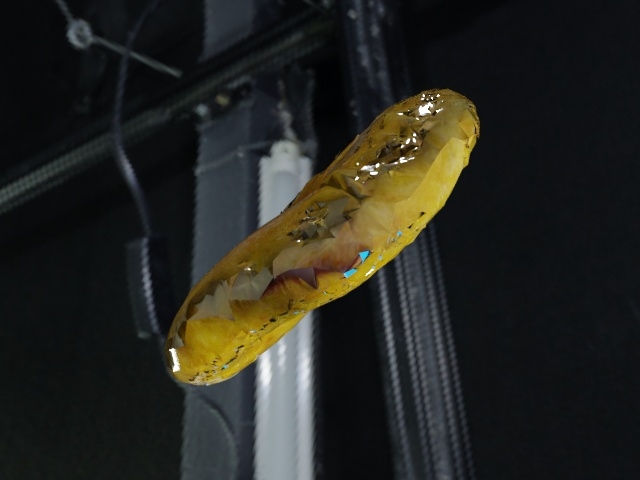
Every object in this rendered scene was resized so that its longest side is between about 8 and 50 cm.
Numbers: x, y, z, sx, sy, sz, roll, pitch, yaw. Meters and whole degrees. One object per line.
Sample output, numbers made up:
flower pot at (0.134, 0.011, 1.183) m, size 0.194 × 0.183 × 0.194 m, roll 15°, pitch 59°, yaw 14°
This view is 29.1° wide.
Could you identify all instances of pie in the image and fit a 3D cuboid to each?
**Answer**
pie at (0.000, -0.001, 0.805) m, size 0.273 × 0.069 × 0.273 m, roll -42°, pitch -177°, yaw 2°
